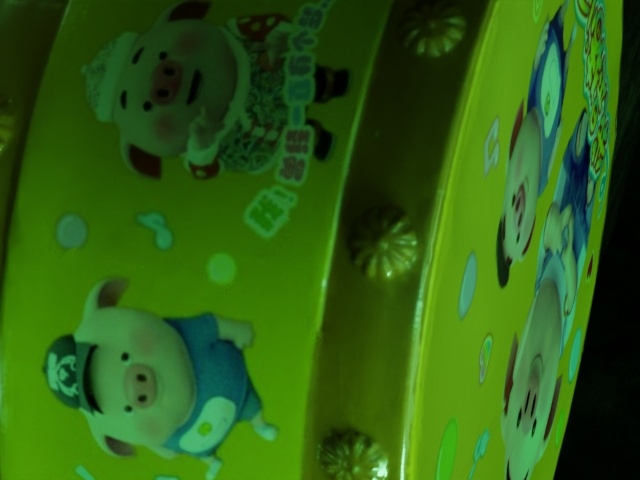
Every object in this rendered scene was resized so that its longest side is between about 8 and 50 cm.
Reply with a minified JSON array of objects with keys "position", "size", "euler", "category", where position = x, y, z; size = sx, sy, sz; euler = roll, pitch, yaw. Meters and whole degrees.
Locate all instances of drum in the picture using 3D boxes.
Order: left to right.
[{"position":[0.000,0.000,0.903],"size":[0.431,0.214,0.431],"euler":[10,90,-73],"category":"drum"}]
